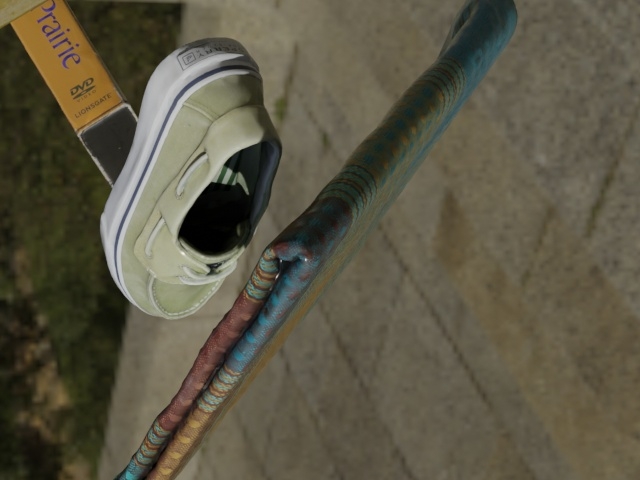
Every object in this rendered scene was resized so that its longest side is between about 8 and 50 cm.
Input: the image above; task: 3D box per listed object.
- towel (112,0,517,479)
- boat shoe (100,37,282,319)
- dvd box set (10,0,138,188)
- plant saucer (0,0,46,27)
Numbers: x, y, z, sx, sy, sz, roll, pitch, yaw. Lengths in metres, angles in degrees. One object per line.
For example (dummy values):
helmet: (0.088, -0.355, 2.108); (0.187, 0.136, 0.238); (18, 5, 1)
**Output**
towel: (0.000, 0.000, 0.992); (0.040, 0.370, 0.271); (36, 127, 3)
boat shoe: (-0.095, -0.018, 1.140); (0.302, 0.109, 0.094); (106, 146, -54)
dvd box set: (-0.289, -0.234, 1.605); (0.420, 0.062, 0.307); (58, 175, 16)
plant saucer: (-0.248, -0.119, 0.798); (0.333, 0.333, 0.081); (-10, 113, 45)
